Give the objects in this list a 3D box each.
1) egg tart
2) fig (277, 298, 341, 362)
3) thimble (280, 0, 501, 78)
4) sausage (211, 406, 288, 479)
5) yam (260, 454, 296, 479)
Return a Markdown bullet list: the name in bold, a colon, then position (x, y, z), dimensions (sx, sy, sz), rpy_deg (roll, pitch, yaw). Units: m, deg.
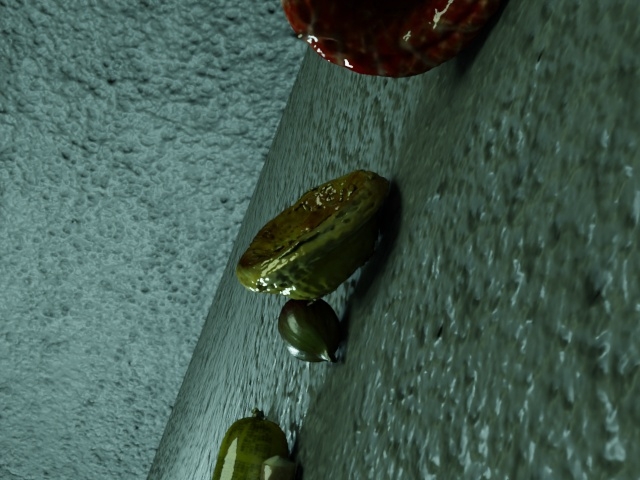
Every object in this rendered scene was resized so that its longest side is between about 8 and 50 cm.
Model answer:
- **egg tart**: position (0.000, 0.000, 1.390), dimensions (0.290, 0.115, 0.290), rpy_deg (-34, 17, 12)
- **fig**: position (-0.009, 0.155, 1.411), dimensions (0.103, 0.109, 0.154), rpy_deg (-50, 45, 9)
- **thimble**: position (0.089, -0.418, 1.171), dimensions (0.230, 0.350, 0.350), rpy_deg (-87, 19, -50)
- **sausage**: position (-0.135, 0.457, 1.471), dimensions (0.123, 0.123, 0.347), rpy_deg (144, 141, -70)
- **yam**: position (-0.093, 0.493, 1.382), dimensions (0.066, 0.066, 0.299), rpy_deg (144, 141, -70)
